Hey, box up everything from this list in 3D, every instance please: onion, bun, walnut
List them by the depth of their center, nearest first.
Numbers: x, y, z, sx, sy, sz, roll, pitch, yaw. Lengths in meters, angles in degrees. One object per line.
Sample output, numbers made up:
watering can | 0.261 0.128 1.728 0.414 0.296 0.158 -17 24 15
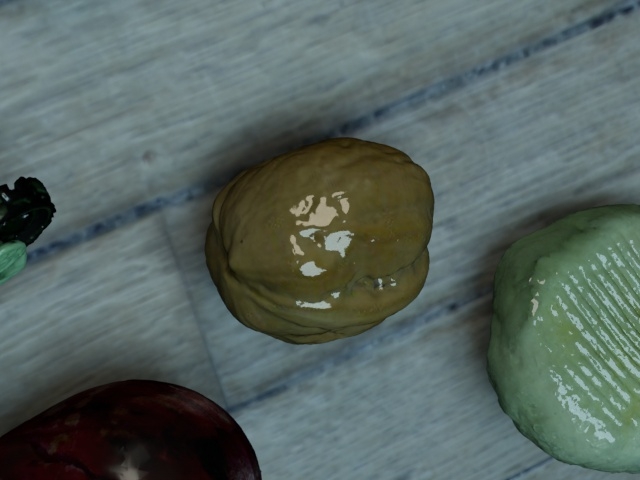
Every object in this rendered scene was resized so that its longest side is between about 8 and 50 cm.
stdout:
onion | -0.151 0.220 1.108 0.281 0.281 0.221 -47 163 -3
walnut | 0.000 0.000 1.138 0.166 0.149 0.166 -29 151 -18
bun | 0.218 0.078 1.270 0.212 0.126 0.203 -21 90 -23

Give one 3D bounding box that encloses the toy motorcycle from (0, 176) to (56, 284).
toy motorcycle | -0.305 0.070 0.976 0.331 0.196 0.125 -32 78 -30
